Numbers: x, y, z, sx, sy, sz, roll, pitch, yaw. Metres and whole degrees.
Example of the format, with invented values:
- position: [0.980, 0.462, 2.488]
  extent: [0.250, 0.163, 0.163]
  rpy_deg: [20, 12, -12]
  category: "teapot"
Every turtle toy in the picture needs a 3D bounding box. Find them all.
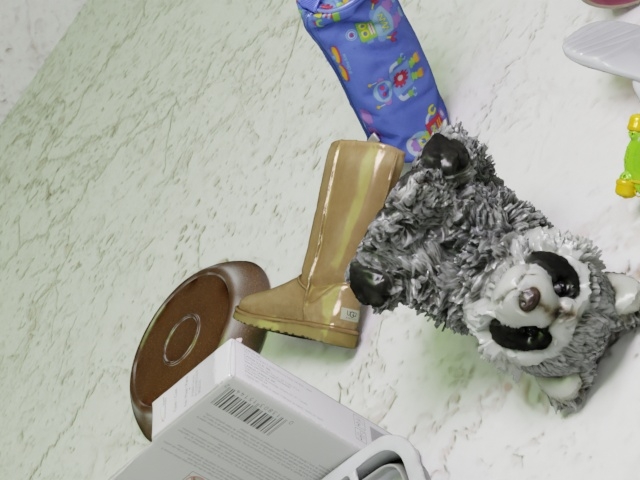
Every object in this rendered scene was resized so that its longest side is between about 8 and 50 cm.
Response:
- position: [0.380, -0.083, 1.610]
  extent: [0.130, 0.066, 0.095]
  rpy_deg: [21, 102, 57]
  category: "turtle toy"

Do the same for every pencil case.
- position: [0.070, -0.234, 1.974]
  extent: [0.133, 0.306, 0.119]
  rpy_deg: [-43, 41, -18]
  category: "pencil case"

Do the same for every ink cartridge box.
- position: [-0.075, 0.268, 1.699]
  extent: [0.261, 0.296, 0.066]
  rpy_deg: [-41, 32, 26]
  category: "ink cartridge box"

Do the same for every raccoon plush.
- position: [0.228, 0.009, 1.707]
  extent: [0.216, 0.299, 0.446]
  rpy_deg: [-60, -6, 24]
  category: "raccoon plush"

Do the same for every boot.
- position: [0.000, 0.000, 2.006]
  extent: [0.236, 0.089, 0.269]
  rpy_deg: [8, 84, 44]
  category: "boot"

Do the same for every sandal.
- position: [0.391, -0.187, 1.684]
  extent: [0.102, 0.076, 0.265]
  rpy_deg: [-39, 38, -19]
  category: "sandal"

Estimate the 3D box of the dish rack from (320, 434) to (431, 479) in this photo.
- position: [0.049, 0.405, 1.576]
  extent: [0.285, 0.072, 0.333]
  rpy_deg: [-40, 43, 24]
  category: "dish rack"

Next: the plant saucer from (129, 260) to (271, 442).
- position: [-0.193, 0.158, 2.231]
  extent: [0.310, 0.050, 0.310]
  rpy_deg: [-37, 35, 32]
  category: "plant saucer"

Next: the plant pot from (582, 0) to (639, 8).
- position: [0.359, -0.396, 1.842]
  extent: [0.201, 0.201, 0.180]
  rpy_deg: [-33, 53, 35]
  category: "plant pot"
